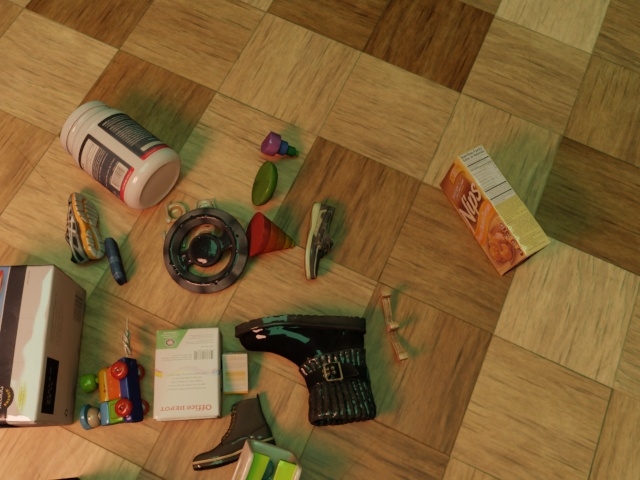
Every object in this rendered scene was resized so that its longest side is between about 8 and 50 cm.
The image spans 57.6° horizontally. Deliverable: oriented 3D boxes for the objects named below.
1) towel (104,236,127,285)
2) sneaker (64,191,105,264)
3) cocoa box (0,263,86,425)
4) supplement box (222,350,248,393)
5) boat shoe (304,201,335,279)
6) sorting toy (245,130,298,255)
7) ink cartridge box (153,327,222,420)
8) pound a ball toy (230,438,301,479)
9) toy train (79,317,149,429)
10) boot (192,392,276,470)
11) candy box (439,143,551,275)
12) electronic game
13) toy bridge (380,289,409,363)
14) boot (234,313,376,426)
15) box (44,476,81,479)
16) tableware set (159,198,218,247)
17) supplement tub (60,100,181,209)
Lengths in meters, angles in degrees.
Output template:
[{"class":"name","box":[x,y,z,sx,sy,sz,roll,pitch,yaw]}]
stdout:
[{"class":"towel","box":[-0.535,0.054,1.514,0.029,0.067,0.119,-17,73,-11]},{"class":"sneaker","box":[-0.637,-0.034,1.536,0.083,0.084,0.215,-29,63,15]},{"class":"cocoa box","box":[-0.707,0.251,1.345,0.227,0.231,0.347,-1,70,-4]},{"class":"supplement box","box":[-0.209,0.325,1.439,0.062,0.036,0.098,-1,93,-4]},{"class":"boat shoe","box":[0.000,0.000,1.562,0.073,0.080,0.224,5,66,3]},{"class":"sorting toy","box":[-0.114,-0.119,1.602,0.126,0.127,0.366,16,67,-26]},{"class":"ink cartridge box","box":[-0.318,0.328,1.418,0.154,0.093,0.212,-2,69,-4]},{"class":"pound a ball toy","box":[-0.127,0.632,1.299,0.208,0.136,0.319,21,85,-12]},{"class":"toy train","box":[-0.513,0.325,1.410,0.143,0.105,0.248,-15,72,5]},{"class":"boot","box":[-0.219,0.459,1.395,0.197,0.077,0.137,-11,66,-21]},{"class":"candy box","box":[0.459,-0.078,1.565,0.087,0.183,0.316,-27,74,-13]},{"class":"electronic game","box":[-0.302,0.026,1.534,0.229,0.048,0.229,-1,83,5]},{"class":"toy bridge","box":[0.188,0.224,1.502,0.026,0.063,0.188,-11,70,-7]},{"class":"boot","box":[-0.038,0.317,1.419,0.347,0.131,0.260,1,70,-4]},{"class":"box","box":[-0.498,0.652,1.181,0.294,0.296,0.183,36,72,9]},{"class":"tableware set","box":[-0.354,-0.045,1.587,0.168,0.020,0.141,-6,71,-6]},{"class":"supplement tub","box":[-0.528,-0.226,1.549,0.272,0.191,0.191,37,72,9]}]
